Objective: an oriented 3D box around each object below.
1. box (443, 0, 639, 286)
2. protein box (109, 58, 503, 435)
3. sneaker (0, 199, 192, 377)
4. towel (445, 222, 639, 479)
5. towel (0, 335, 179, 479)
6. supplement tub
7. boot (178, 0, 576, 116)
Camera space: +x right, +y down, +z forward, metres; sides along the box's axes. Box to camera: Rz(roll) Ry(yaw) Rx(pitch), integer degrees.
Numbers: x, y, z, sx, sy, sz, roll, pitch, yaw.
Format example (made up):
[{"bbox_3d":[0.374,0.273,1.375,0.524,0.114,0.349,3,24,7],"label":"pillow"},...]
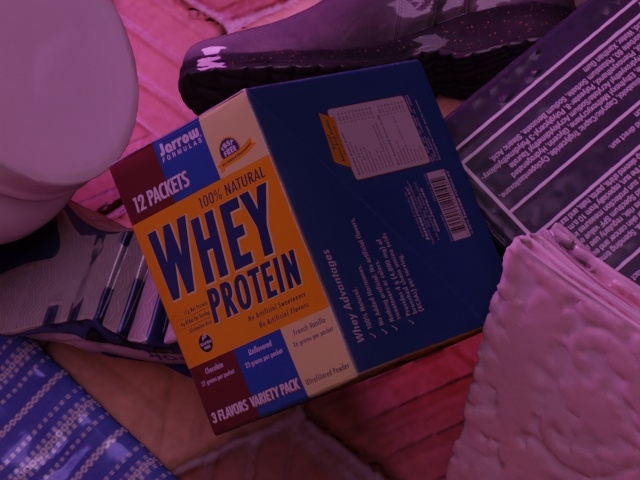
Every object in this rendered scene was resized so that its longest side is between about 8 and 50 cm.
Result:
[{"bbox_3d":[0.276,-0.028,1.443,0.296,0.182,0.294,-39,68,-7],"label":"box"},{"bbox_3d":[0.000,0.000,1.332,0.136,0.201,0.199,-26,84,38],"label":"protein box"},{"bbox_3d":[-0.128,0.054,1.522,0.315,0.182,0.127,9,73,46],"label":"sneaker"},{"bbox_3d":[0.231,0.180,1.310,0.317,0.331,0.053,36,52,22],"label":"towel"},{"bbox_3d":[-0.270,0.204,1.534,0.336,0.040,0.243,41,80,22],"label":"towel"},{"bbox_3d":[-0.324,-0.090,1.484,0.331,0.241,0.241,-20,62,38],"label":"supplement tub"},{"bbox_3d":[0.042,-0.215,1.610,0.338,0.118,0.222,-7,65,-4],"label":"boot"}]
